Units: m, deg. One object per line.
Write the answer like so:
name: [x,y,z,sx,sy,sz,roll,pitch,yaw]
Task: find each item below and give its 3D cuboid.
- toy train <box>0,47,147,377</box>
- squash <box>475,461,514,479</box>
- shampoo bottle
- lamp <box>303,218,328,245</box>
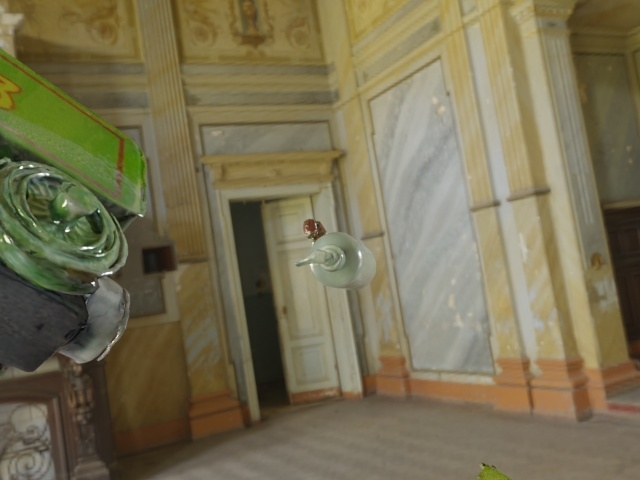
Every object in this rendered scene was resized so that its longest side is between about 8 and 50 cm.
toy train: [-0.268,-0.046,0.468,0.173,0.249,0.307,-43,-56,18]
squash: [0.131,0.280,0.466,0.085,0.184,0.192,9,49,40]
shampoo bottle: [0.020,0.021,0.681,0.056,0.056,0.195,-10,-6,9]
lamp: [0.000,0.000,1.060,0.031,0.063,0.083,-28,-42,15]
